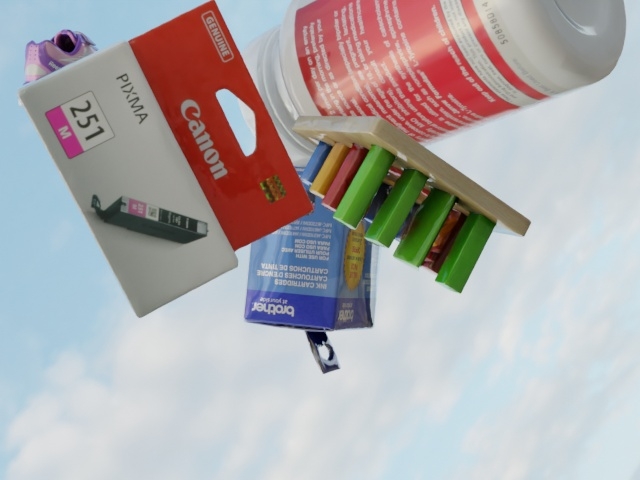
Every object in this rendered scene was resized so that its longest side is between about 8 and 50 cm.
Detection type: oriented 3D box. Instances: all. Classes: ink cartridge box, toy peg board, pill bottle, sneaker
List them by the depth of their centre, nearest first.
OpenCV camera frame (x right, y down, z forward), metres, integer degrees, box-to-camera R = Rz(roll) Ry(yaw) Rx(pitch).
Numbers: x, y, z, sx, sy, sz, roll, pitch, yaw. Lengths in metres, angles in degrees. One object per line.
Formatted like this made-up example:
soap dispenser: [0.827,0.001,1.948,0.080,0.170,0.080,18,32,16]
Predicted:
toy peg board: [0.055,-0.028,0.892,0.161,0.161,0.079,32,-97,-24]
ink cartridge box: [-0.157,-0.091,1.180,0.239,0.060,0.275,-28,-75,-10]
pill bottle: [0.105,-0.219,1.204,0.229,0.408,0.228,20,-118,-43]
sneaker: [-0.344,-0.255,1.577,0.236,0.095,0.104,-25,-68,-59]
ink cartridge box: [0.000,0.000,1.675,0.270,0.151,0.395,9,-92,-74]
